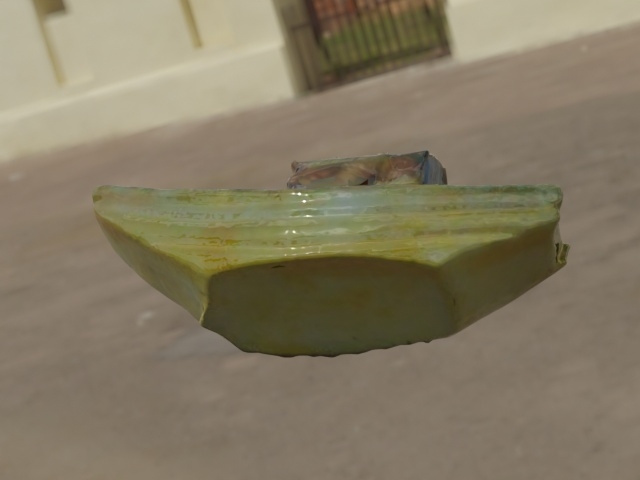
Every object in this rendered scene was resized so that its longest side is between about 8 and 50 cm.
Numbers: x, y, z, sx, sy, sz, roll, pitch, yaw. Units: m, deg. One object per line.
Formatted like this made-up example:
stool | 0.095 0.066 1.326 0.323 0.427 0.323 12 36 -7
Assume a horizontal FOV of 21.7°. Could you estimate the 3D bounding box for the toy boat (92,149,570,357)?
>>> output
toy boat | 0.000 0.000 0.583 0.172 0.065 0.066 -2 48 17
